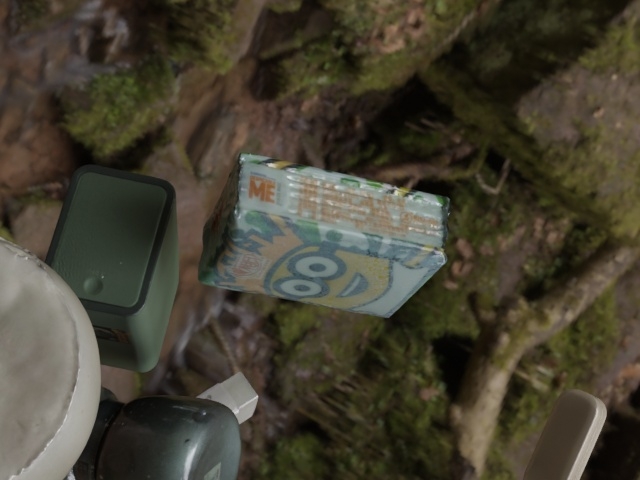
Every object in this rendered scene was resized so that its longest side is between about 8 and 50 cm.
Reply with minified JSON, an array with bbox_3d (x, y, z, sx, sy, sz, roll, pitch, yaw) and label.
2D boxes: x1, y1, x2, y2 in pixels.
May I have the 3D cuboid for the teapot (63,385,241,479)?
[{"bbox_3d":[-0.288,0.363,1.718,0.305,0.285,0.223,85,26,-42],"label":"teapot"}]

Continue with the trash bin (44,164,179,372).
[{"bbox_3d":[-0.313,0.064,1.714,0.343,0.158,0.223,94,7,-66],"label":"trash bin"}]

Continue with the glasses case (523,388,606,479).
[{"bbox_3d":[0.409,0.345,1.805,0.050,0.083,0.196,28,87,-43],"label":"glasses case"}]

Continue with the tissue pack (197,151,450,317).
[{"bbox_3d":[0.000,0.000,1.540,0.228,0.310,0.128,126,-28,-57],"label":"tissue pack"}]

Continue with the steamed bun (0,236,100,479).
[{"bbox_3d":[-0.388,0.150,1.105,0.324,0.324,0.206,-54,-178,-24],"label":"steamed bun"}]

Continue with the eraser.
[{"bbox_3d":[-0.263,0.389,2.230,0.279,0.081,0.124,-31,159,-25],"label":"eraser"}]
